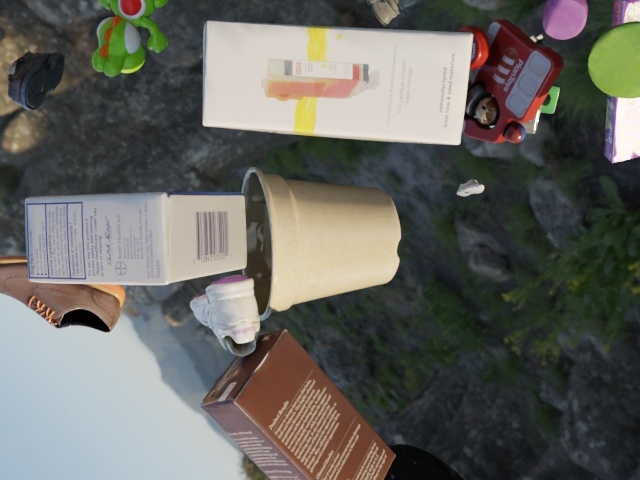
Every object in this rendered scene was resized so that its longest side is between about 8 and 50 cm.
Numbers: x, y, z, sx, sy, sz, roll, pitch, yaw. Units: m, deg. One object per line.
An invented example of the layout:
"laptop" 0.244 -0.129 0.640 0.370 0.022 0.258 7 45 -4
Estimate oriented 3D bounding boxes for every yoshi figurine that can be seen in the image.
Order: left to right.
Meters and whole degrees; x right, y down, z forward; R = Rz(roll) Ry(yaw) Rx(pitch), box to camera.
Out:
"yoshi figurine" -0.516 -0.617 1.921 0.203 0.362 0.203 26 179 41

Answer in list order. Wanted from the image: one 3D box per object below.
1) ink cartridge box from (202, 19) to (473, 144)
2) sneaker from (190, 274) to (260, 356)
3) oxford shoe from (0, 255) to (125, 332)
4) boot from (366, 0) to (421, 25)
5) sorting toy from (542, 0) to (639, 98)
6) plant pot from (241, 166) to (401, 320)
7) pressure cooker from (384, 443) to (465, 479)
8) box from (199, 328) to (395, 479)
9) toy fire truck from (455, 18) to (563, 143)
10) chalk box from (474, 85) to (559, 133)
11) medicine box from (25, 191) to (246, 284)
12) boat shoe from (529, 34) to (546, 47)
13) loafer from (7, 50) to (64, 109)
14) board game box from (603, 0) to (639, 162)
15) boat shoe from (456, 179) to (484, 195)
"ink cartridge box" 0.032 -0.246 1.111 0.385 0.160 0.279 6 -170 7
"sneaker" -0.191 0.165 1.392 0.305 0.114 0.152 136 121 -71
"oxford shoe" -0.507 0.103 1.291 0.271 0.098 0.097 15 136 -17
"boot" 0.160 -0.677 1.725 0.246 0.161 0.083 66 -154 -4
"sorting toy" 0.518 -0.298 1.101 0.365 0.126 0.127 31 137 -4
"plant pot" 0.000 0.000 1.547 0.334 0.305 0.334 177 90 -72
"pressure cooker" 0.156 0.735 1.597 0.370 0.420 0.375 40 -157 14
"box" -0.038 0.383 1.386 0.143 0.191 0.381 -20 114 46
"toy fire truck" 0.425 -0.368 1.671 0.254 0.169 0.302 54 141 32
"chalk box" 0.599 -0.455 2.191 0.179 0.289 0.180 -86 -2 -56
"medicine box" -0.318 -0.010 1.229 0.289 0.149 0.263 0 -176 21
"boat shoe" 0.610 -0.533 2.012 0.114 0.302 0.091 -32 93 31
"loafer" -0.683 -0.381 1.615 0.095 0.109 0.302 13 -156 -10
"board game box" 0.684 -0.336 1.386 0.056 0.208 0.347 -98 -4 -55
"boat shoe" 0.370 -0.134 1.696 0.035 0.035 0.100 17 169 -15
